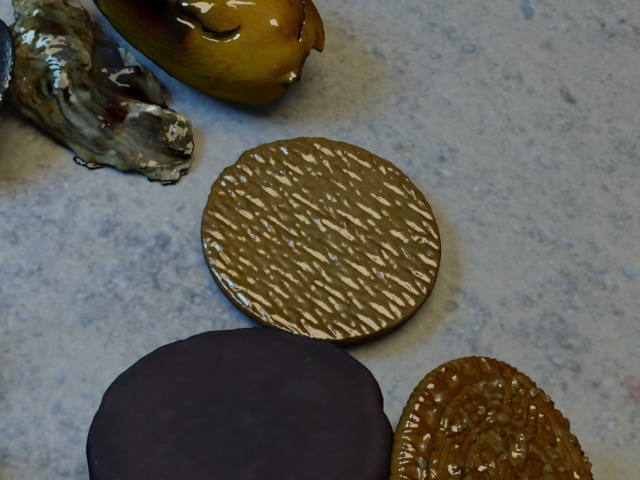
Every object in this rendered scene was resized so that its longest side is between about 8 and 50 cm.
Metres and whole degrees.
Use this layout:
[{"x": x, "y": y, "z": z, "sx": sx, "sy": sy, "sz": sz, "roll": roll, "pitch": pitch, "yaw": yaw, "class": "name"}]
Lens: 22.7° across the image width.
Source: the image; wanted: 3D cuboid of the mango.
[{"x": -0.133, "y": -0.262, "z": 1.767, "sx": 0.287, "sy": 0.153, "sz": 0.201, "roll": 35, "pitch": 45, "yaw": 11, "class": "mango"}]

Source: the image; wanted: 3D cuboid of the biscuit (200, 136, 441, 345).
[{"x": 0.000, "y": 0.000, "z": 1.693, "sx": 0.262, "sy": 0.037, "sz": 0.262, "roll": 4, "pitch": 57, "yaw": -6, "class": "biscuit"}]

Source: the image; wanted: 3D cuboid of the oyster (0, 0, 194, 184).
[{"x": -0.246, "y": -0.184, "z": 1.748, "sx": 0.294, "sy": 0.094, "sz": 0.166, "roll": 36, "pitch": 50, "yaw": 7, "class": "oyster"}]

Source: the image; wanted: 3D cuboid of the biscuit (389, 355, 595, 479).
[{"x": 0.174, "y": 0.250, "z": 1.457, "sx": 0.305, "sy": 0.038, "sz": 0.305, "roll": 23, "pitch": 56, "yaw": -40, "class": "biscuit"}]

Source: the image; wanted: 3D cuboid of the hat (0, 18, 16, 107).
[{"x": -0.378, "y": -0.145, "z": 1.708, "sx": 0.193, "sy": 0.082, "sz": 0.193, "roll": -16, "pitch": 58, "yaw": 27, "class": "hat"}]

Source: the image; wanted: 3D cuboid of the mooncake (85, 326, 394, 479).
[{"x": -0.071, "y": 0.210, "z": 1.452, "sx": 0.283, "sy": 0.141, "sz": 0.283, "roll": 0, "pitch": 38, "yaw": 0, "class": "mooncake"}]
